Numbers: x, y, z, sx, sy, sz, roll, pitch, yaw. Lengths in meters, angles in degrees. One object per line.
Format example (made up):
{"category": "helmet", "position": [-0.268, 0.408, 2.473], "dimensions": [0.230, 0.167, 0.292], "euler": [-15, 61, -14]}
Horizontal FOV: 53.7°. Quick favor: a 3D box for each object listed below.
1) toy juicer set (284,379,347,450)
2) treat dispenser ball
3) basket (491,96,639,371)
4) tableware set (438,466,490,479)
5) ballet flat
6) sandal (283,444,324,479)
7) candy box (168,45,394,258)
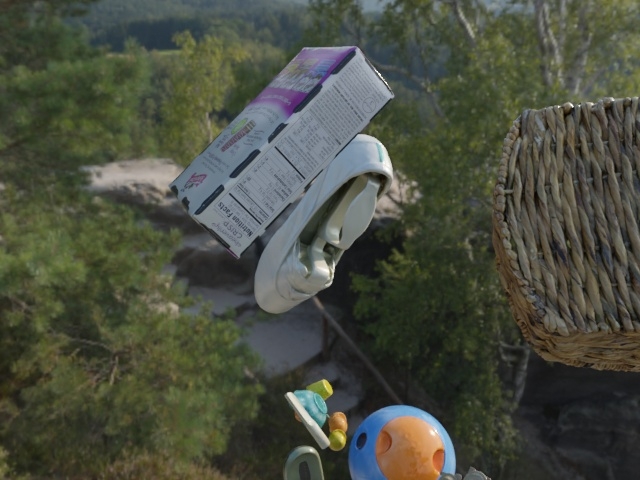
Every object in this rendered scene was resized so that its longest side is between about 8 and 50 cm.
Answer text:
{"category": "toy juicer set", "position": [-0.016, 0.524, 1.825], "dimensions": [0.089, 0.209, 0.329], "euler": [-33, -14, 12]}
{"category": "treat dispenser ball", "position": [0.219, 0.595, 1.714], "dimensions": [0.288, 0.288, 0.288], "euler": [3, 21, -1]}
{"category": "basket", "position": [0.327, 0.006, 0.796], "dimensions": [0.213, 0.299, 0.223], "euler": [-6, -24, 14]}
{"category": "tableware set", "position": [0.291, 0.562, 1.334], "dimensions": [0.020, 0.169, 0.141], "euler": [33, -29, -34]}
{"category": "ballet flat", "position": [0.000, 0.000, 1.124], "dimensions": [0.139, 0.400, 0.139], "euler": [27, 22, -12]}
{"category": "sandal", "position": [-0.015, 0.634, 1.491], "dimensions": [0.120, 0.303, 0.086], "euler": [-23, 16, -28]}
{"category": "candy box", "position": [-0.050, -0.104, 0.687], "dimensions": [0.233, 0.071, 0.159], "euler": [-45, 26, -3]}
